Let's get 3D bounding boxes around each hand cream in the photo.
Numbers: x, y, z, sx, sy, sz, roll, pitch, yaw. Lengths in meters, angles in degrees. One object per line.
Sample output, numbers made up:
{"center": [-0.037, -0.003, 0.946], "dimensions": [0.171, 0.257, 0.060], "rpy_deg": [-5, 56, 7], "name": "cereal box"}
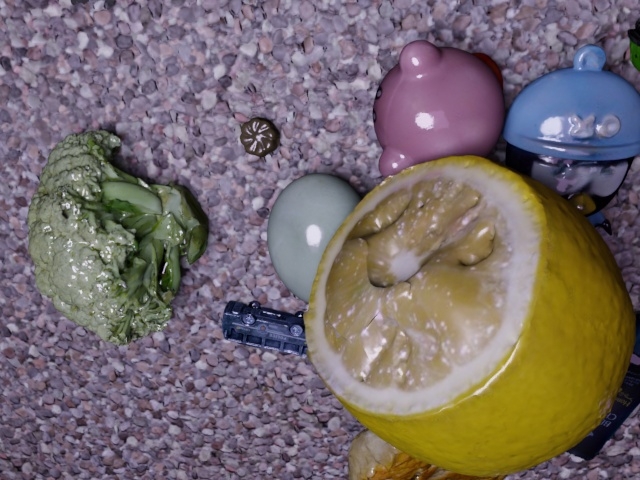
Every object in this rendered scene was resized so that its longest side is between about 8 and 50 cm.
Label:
{"center": [0.445, 0.235, 0.958], "dimensions": [0.120, 0.061, 0.270], "rpy_deg": [22, 118, -7], "name": "hand cream"}

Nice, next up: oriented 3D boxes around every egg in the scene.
{"center": [0.000, 0.000, 0.867], "dimensions": [0.149, 0.149, 0.192], "rpy_deg": [-3, 115, 8], "name": "egg"}

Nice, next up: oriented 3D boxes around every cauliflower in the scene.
{"center": [-0.276, -0.004, 0.871], "dimensions": [0.250, 0.272, 0.275], "rpy_deg": [-15, 126, -20], "name": "cauliflower"}

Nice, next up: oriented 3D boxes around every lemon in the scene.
{"center": [0.189, 0.102, 0.723], "dimensions": [0.364, 0.364, 0.364], "rpy_deg": [2, 110, 6], "name": "lemon"}

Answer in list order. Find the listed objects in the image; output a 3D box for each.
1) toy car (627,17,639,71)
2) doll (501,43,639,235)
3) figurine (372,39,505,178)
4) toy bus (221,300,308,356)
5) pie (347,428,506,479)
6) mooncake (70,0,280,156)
{"center": [0.475, -0.249, 0.768], "dimensions": [0.165, 0.071, 0.062], "rpy_deg": [-5, 124, 8], "name": "toy car"}
{"center": [0.322, -0.092, 0.804], "dimensions": [0.177, 0.141, 0.314], "rpy_deg": [-1, 115, 0], "name": "doll"}
{"center": [0.146, -0.160, 0.784], "dimensions": [0.173, 0.173, 0.173], "rpy_deg": [2, 110, 6], "name": "figurine"}
{"center": [-0.074, 0.142, 0.982], "dimensions": [0.166, 0.047, 0.065], "rpy_deg": [12, 114, 2], "name": "toy bus"}
{"center": [0.192, 0.325, 0.944], "dimensions": [0.315, 0.092, 0.315], "rpy_deg": [-10, 134, -10], "name": "pie"}
{"center": [-0.196, -0.250, 0.857], "dimensions": [0.347, 0.057, 0.150], "rpy_deg": [25, 98, -9], "name": "mooncake"}
